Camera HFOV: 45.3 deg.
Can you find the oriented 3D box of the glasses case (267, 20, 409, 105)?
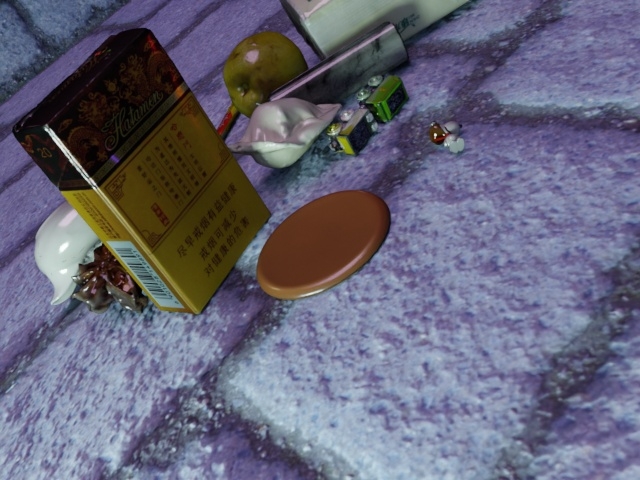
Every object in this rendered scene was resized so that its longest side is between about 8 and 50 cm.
[{"bbox_3d":[0.039,-0.338,1.604,0.299,0.114,0.060,-30,58,4],"label":"glasses case"}]

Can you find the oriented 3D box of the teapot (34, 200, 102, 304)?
[{"bbox_3d":[-0.475,-0.015,1.592,0.299,0.208,0.166,-37,75,-22],"label":"teapot"}]

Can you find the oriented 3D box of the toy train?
[{"bbox_3d":[0.091,-0.241,1.469,0.081,0.060,0.202,14,57,43],"label":"toy train"}]

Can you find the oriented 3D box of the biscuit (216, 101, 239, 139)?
[{"bbox_3d":[-0.240,-0.244,1.797,0.048,0.026,0.292,-32,26,41],"label":"biscuit"}]

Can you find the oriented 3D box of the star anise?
[{"bbox_3d":[-0.361,0.060,1.445,0.214,0.099,0.220,-2,36,20],"label":"star anise"}]

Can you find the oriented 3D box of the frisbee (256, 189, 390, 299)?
[{"bbox_3d":[0.000,0.000,1.270,0.250,0.021,0.251,-22,35,16],"label":"frisbee"}]

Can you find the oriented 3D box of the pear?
[{"bbox_3d":[-0.120,-0.361,1.693,0.200,0.200,0.200,-23,34,16],"label":"pear"}]

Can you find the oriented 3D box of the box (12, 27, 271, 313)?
[{"bbox_3d":[-0.279,-0.110,1.287,0.115,0.415,0.264,1,46,42],"label":"box"}]

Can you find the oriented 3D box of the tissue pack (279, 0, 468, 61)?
[{"bbox_3d":[0.118,-0.563,1.730,0.380,0.207,0.297,-32,34,4],"label":"tissue pack"}]

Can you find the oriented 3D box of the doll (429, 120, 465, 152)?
[{"bbox_3d":[0.213,-0.173,1.295,0.058,0.040,0.085,-12,37,14],"label":"doll"}]

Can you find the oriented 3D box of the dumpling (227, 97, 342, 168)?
[{"bbox_3d":[-0.051,-0.215,1.491,0.252,0.131,0.179,-25,15,-29],"label":"dumpling"}]
